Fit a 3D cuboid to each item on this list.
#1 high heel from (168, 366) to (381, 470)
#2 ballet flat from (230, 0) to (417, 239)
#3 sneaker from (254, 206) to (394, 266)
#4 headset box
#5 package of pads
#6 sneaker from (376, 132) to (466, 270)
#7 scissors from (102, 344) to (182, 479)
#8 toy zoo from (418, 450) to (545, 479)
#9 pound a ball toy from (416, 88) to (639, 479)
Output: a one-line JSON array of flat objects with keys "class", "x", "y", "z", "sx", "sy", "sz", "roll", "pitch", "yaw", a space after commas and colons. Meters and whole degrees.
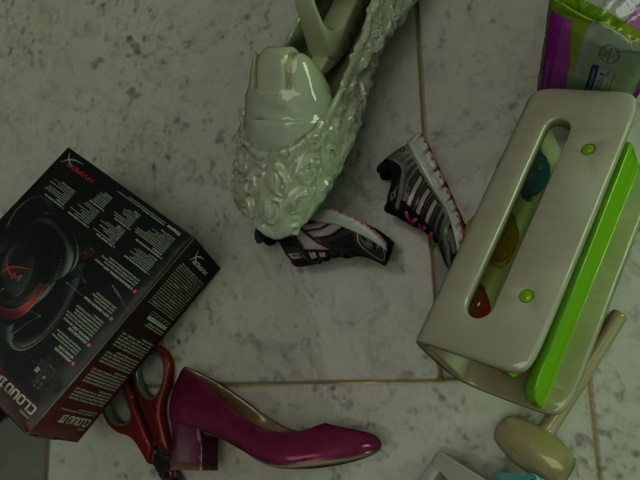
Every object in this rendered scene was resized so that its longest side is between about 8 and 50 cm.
[{"class": "high heel", "x": -0.055, "y": 0.192, "z": 0.685, "sx": 0.244, "sy": 0.082, "sz": 0.117, "roll": -9, "pitch": 68, "yaw": 19}, {"class": "ballet flat", "x": -0.008, "y": -0.206, "z": 0.680, "sx": 0.147, "sy": 0.147, "sz": 0.409, "roll": 20, "pitch": 76, "yaw": 19}, {"class": "sneaker", "x": 0.000, "y": 0.000, "z": 0.709, "sx": 0.178, "sy": 0.072, "sz": 0.077, "roll": 22, "pitch": 91, "yaw": 31}, {"class": "headset box", "x": -0.300, "y": 0.071, "z": 0.721, "sx": 0.218, "sy": 0.110, "sz": 0.293, "roll": 33, "pitch": 76, "yaw": 19}, {"class": "package of pads", "x": 0.326, "y": -0.264, "z": 0.571, "sx": 0.101, "sy": 0.229, "sz": 0.296, "roll": 39, "pitch": 91, "yaw": 19}, {"class": "sneaker", "x": 0.111, "y": -0.032, "z": 0.680, "sx": 0.075, "sy": 0.063, "sz": 0.170, "roll": -25, "pitch": 71, "yaw": 13}, {"class": "scissors", "x": -0.195, "y": 0.265, "z": 0.737, "sx": 0.109, "sy": 0.021, "sz": 0.297, "roll": -22, "pitch": 75, "yaw": 9}, {"class": "toy zoo", "x": 0.116, "y": 0.336, "z": 0.568, "sx": 0.293, "sy": 0.030, "sz": 0.192, "roll": -54, "pitch": 34, "yaw": 1}, {"class": "pound a ball toy", "x": 0.207, "y": 0.044, "z": 0.601, "sx": 0.136, "sy": 0.208, "sz": 0.319, "roll": 15, "pitch": 71, "yaw": 42}]
